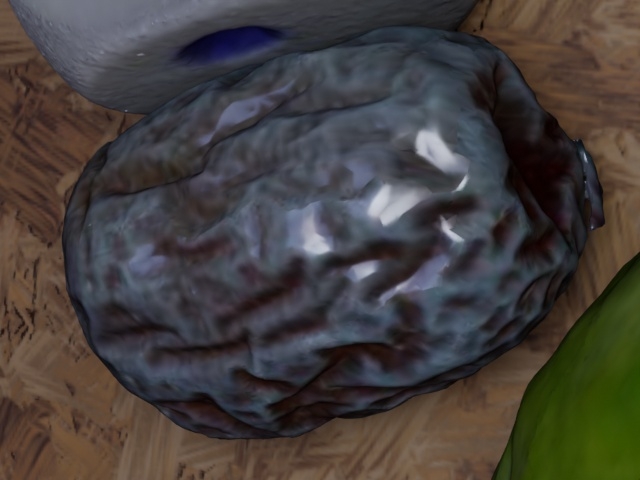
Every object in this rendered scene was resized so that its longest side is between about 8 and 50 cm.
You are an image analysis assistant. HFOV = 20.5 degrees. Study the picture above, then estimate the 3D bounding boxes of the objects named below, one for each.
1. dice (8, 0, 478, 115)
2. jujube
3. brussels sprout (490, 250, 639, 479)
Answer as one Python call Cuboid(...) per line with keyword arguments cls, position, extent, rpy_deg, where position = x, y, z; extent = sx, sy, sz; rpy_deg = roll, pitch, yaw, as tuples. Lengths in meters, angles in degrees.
Cuboid(cls="dice", position=(-0.044, -0.233, 1.067), extent=(0.243, 0.251, 0.259), rpy_deg=(-17, 80, 29))
Cuboid(cls="jujube", position=(0.000, 0.000, 1.049), extent=(0.317, 0.226, 0.226), rpy_deg=(-18, 79, 25))
Cuboid(cls="brussels sprout", position=(0.261, 0.131, 0.812), extent=(0.342, 0.361, 0.425), rpy_deg=(46, 113, 34))
